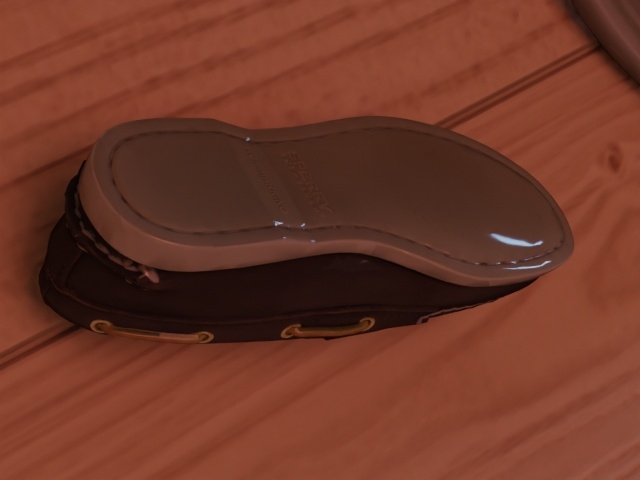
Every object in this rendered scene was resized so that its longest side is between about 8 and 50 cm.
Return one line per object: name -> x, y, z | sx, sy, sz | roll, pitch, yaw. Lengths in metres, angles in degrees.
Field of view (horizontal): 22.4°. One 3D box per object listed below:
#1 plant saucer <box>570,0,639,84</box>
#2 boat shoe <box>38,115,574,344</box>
plant saucer -> 0.279, -0.233, 0.752 | 0.400, 0.100, 0.400 | -5, 103, -23
boat shoe -> 0.000, 0.000, 0.628 | 0.227, 0.069, 0.081 | 3, 49, -36
